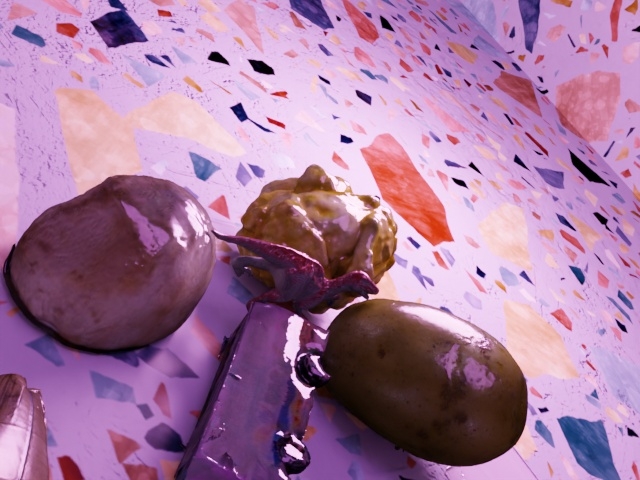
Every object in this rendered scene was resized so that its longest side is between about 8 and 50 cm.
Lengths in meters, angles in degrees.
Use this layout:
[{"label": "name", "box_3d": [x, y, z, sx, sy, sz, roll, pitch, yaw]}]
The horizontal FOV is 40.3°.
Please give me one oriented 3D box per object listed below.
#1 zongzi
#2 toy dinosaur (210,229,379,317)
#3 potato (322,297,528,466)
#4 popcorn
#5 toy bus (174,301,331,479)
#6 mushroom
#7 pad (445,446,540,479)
[{"label": "zongzi", "box_3d": [-0.332, 0.180, 0.751, 0.256, 0.115, 0.228, 55, 11, -45]}, {"label": "toy dinosaur", "box_3d": [-0.044, 0.036, 1.177, 0.242, 0.167, 0.053, 52, 18, -38]}, {"label": "potato", "box_3d": [0.147, 0.194, 1.230, 0.304, 0.216, 0.216, 34, 29, 12]}, {"label": "popcorn", "box_3d": [0.000, 0.000, 1.336, 0.256, 0.195, 0.255, -4, 35, -20]}, {"label": "toy bus", "box_3d": [-0.077, 0.209, 1.071, 0.138, 0.112, 0.317, 30, 31, -8]}, {"label": "mushroom", "box_3d": [-0.235, 0.019, 1.086, 0.267, 0.164, 0.190, 8, 42, -42]}, {"label": "pad", "box_3d": [0.298, 0.406, 1.292, 0.156, 0.004, 0.232, -17, 61, -42]}]
